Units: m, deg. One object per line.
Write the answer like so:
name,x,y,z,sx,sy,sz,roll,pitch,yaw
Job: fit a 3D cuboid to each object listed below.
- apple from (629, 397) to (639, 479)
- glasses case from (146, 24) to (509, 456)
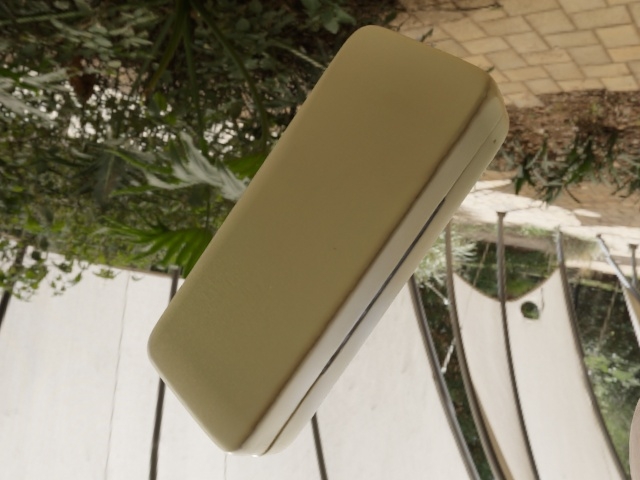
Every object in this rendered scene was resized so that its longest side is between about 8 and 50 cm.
apple,0.248,0.124,0.239,0.188,0.174,0.188,0,134,0
glasses case,0.000,0.000,0.411,0.131,0.313,0.070,37,-176,33
